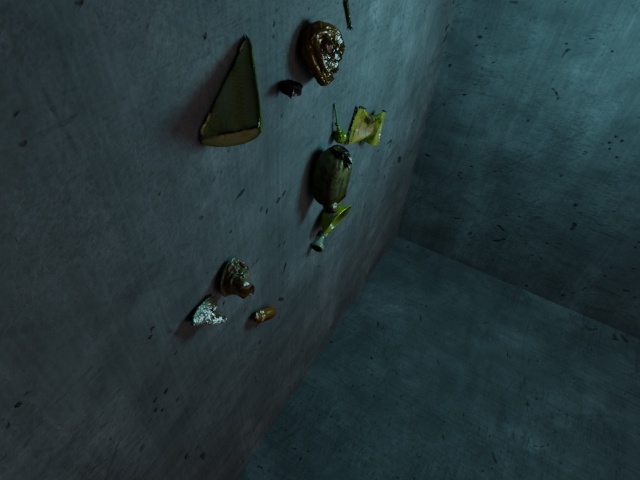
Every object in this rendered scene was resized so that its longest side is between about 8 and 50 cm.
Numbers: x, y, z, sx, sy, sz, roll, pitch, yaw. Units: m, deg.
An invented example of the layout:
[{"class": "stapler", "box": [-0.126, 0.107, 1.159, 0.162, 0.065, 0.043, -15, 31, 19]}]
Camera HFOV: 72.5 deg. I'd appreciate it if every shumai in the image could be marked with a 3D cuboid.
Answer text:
[{"class": "shumai", "box": [-0.279, 0.144, 1.503, 0.145, 0.116, 0.145, -56, 160, -33]}]

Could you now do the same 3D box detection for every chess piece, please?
[{"class": "chess piece", "box": [0.000, 0.000, 2.193, 0.067, 0.067, 0.103, 85, 26, -56]}]

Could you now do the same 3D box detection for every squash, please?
[{"class": "squash", "box": [-0.232, -0.379, 1.130, 0.093, 0.169, 0.252, 27, 54, -75]}]

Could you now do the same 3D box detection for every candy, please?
[{"class": "candy", "box": [0.227, -0.548, 2.104, 0.297, 0.081, 0.187, -12, 125, -55]}, {"class": "candy", "box": [0.073, -0.485, 1.811, 0.058, 0.062, 0.194, -57, 150, -30]}]

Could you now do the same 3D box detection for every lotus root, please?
[{"class": "lotus root", "box": [0.044, -0.254, 1.846, 0.173, 0.173, 0.309, -42, 150, -51]}]

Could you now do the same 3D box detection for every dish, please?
[{"class": "dish", "box": [0.059, -0.123, 2.135, 0.208, 0.080, 0.149, -46, 170, -17]}]

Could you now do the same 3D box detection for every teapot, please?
[{"class": "teapot", "box": [-0.090, -0.465, 1.345, 0.100, 0.067, 0.045, -97, -162, -51]}]

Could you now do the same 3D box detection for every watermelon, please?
[{"class": "watermelon", "box": [-0.374, 0.241, 1.451, 0.155, 0.080, 0.101, -11, 116, -50]}]

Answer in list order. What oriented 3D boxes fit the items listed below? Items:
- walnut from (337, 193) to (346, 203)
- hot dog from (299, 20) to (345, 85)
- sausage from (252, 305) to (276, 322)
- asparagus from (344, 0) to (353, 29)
[{"class": "walnut", "box": [0.078, -0.231, 2.119, 0.091, 0.052, 0.121, -26, 151, -23]}, {"class": "hot dog", "box": [0.008, -0.595, 1.405, 0.161, 0.099, 0.227, -66, 165, 3]}, {"class": "sausage", "box": [-0.249, 0.326, 1.920, 0.183, 0.054, 0.062, -12, 92, -66]}, {"class": "asparagus", "box": [0.099, -0.789, 1.533, 0.015, 0.018, 0.127, -29, 158, 1]}]
